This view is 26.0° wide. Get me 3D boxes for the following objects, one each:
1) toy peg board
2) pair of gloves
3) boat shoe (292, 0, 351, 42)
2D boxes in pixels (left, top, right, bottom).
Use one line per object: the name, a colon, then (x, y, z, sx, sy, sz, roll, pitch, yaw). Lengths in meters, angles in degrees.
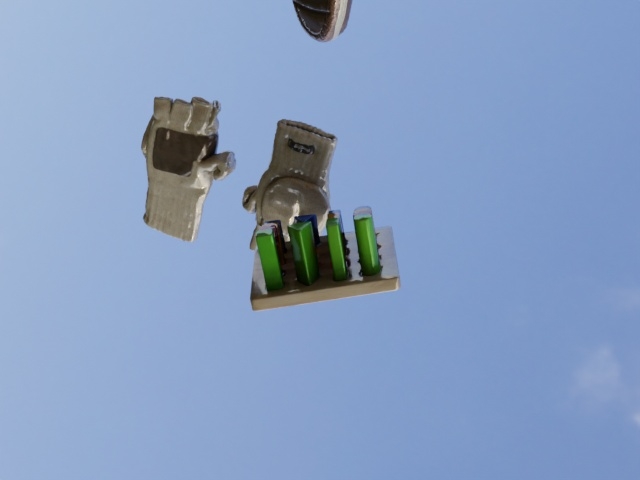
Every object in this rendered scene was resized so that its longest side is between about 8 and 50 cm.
toy peg board: (0.000, 0.000, 1.525, 0.161, 0.161, 0.079, -90, 172, -69)
pair of gloves: (-0.099, -0.076, 1.646, 0.042, 0.240, 0.204, -66, 165, -50)
boat shoe: (0.025, -0.352, 1.588, 0.095, 0.095, 0.257, 38, -39, 37)
